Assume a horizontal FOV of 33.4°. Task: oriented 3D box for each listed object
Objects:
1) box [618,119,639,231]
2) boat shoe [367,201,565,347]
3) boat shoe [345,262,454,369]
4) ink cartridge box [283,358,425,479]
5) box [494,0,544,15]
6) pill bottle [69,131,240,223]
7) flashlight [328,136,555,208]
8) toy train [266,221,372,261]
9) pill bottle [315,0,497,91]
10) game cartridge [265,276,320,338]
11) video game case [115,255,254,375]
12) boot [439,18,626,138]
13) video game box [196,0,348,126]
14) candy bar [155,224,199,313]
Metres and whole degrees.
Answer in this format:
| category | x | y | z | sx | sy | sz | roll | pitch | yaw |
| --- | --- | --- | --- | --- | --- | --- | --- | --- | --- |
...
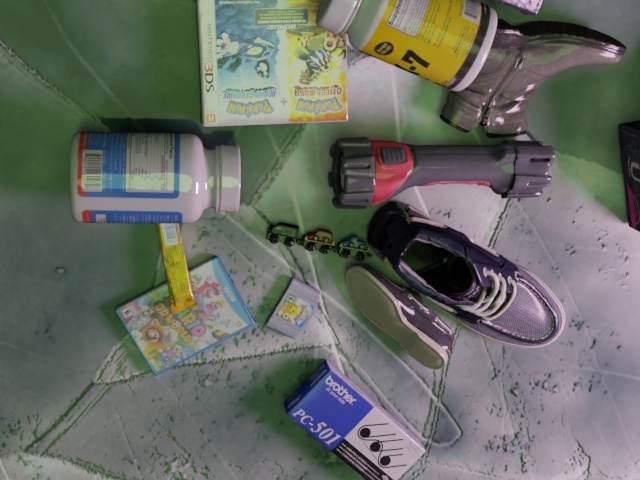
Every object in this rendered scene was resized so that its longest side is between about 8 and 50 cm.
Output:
| category | x | y | z | sx | sy | sz | roll | pitch | yaw |
| --- | --- | --- | --- | --- | --- | --- | --- | --- | --- |
| box | 0.587 | -0.106 | 1.533 | 0.270 | 0.143 | 0.165 | -11 | 105 | -4 |
| boat shoe | 0.224 | 0.074 | 1.525 | 0.340 | 0.158 | 0.127 | 28 | 100 | -14 |
| boat shoe | 0.120 | 0.101 | 1.581 | 0.206 | 0.075 | 0.065 | 46 | 52 | -11 |
| ink cartridge box | 0.052 | 0.283 | 1.618 | 0.207 | 0.046 | 0.097 | 42 | 95 | -16 |
| box | 0.211 | -0.403 | 1.384 | 0.207 | 0.108 | 0.153 | 14 | 113 | -26 |
| pill bottle | -0.221 | -0.084 | 1.439 | 0.221 | 0.124 | 0.124 | 1 | 105 | -9 |
| flashlight | 0.167 | -0.094 | 1.508 | 0.304 | 0.103 | 0.103 | 0 | 109 | -13 |
| toy train | 0.000 | 0.000 | 1.544 | 0.158 | 0.027 | 0.036 | 12 | 93 | -10 |
| pill bottle | 0.108 | -0.281 | 1.362 | 0.208 | 0.119 | 0.119 | 21 | 101 | -12 |
| game cartridge | -0.038 | 0.101 | 1.571 | 0.056 | 0.017 | 0.083 | 27 | 100 | -18 |
| video game case | -0.196 | 0.110 | 1.552 | 0.166 | 0.015 | 0.119 | -28 | 107 | 0 |
| boot | 0.295 | -0.224 | 1.507 | 0.247 | 0.083 | 0.161 | 3 | 115 | -7 |
| video game box | -0.066 | -0.252 | 1.454 | 0.205 | 0.048 | 0.187 | -3 | 108 | -7 |
| candy bar | -0.207 | 0.023 | 1.513 | 0.040 | 0.018 | 0.161 | -11 | 98 | -6 |
